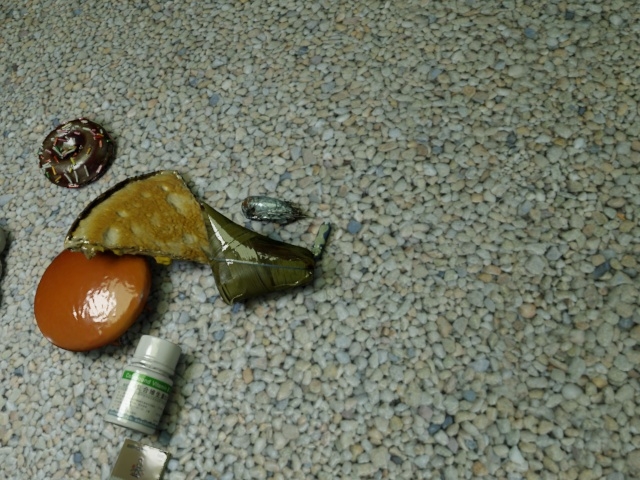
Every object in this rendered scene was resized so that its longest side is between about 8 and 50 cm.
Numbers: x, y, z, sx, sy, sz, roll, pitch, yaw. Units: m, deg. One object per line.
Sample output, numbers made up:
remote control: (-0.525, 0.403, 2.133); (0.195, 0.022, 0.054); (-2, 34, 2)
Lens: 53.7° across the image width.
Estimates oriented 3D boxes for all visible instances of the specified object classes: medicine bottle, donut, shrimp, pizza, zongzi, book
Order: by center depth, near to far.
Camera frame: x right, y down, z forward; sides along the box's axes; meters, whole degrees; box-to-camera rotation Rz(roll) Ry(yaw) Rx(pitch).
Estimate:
book: (-0.478, 0.620, 1.608); (0.138, 0.016, 0.198); (10, 67, 19)
medicine bottle: (-0.458, 0.378, 1.657); (0.139, 0.139, 0.237); (10, 65, 19)
zongzi: (-0.177, 0.002, 1.714); (0.286, 0.138, 0.300); (-15, 97, 5)
shrimp: (-0.124, -0.083, 1.841); (0.233, 0.079, 0.090); (10, 29, 14)
pizza: (-0.500, -0.079, 1.861); (0.435, 0.080, 0.392); (11, 43, -20)
donut: (-0.824, -0.297, 2.118); (0.270, 0.103, 0.269); (-7, 61, 13)

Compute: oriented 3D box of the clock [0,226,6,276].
clock: (-1.161, 0.097, 1.968); (0.326, 0.184, 0.342); (-9, 67, 6)

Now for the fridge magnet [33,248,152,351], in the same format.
fridge magnet: (-0.649, 0.147, 1.814); (0.364, 0.155, 0.363); (-6, 63, 12)

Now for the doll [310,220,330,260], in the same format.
doll: (0.000, 0.000, 1.790); (0.037, 0.027, 0.125); (7, 66, 26)
